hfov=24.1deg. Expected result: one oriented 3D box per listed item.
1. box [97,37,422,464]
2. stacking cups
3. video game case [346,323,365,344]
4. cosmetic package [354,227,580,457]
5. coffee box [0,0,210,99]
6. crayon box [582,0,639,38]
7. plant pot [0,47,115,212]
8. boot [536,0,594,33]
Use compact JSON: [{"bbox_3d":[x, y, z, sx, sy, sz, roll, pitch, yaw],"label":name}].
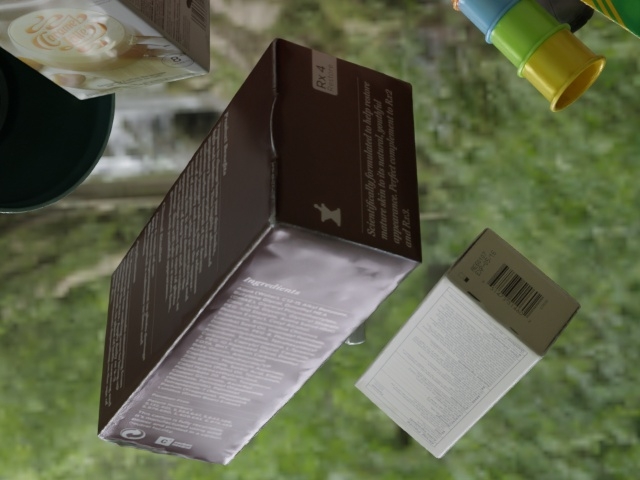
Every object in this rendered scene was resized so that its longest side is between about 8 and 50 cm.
[{"bbox_3d":[-0.063,0.024,1.301,0.143,0.191,0.381,15,142,-20],"label":"box"},{"bbox_3d":[0.224,-0.303,1.922,0.096,0.316,0.096,-38,161,-16],"label":"stacking cups"},{"bbox_3d":[0.000,0.000,1.817,0.026,0.227,0.206,-8,-172,-19],"label":"video game case"},{"bbox_3d":[0.184,0.139,1.937,0.113,0.160,0.309,-45,174,-36],"label":"cosmetic package"},{"bbox_3d":[-0.210,-0.215,1.246,0.141,0.098,0.246,-10,159,23],"label":"coffee box"},{"bbox_3d":[0.387,-0.249,1.325,0.313,0.106,0.363,40,-143,22],"label":"crayon box"},{"bbox_3d":[-0.442,-0.187,1.949,0.293,0.293,0.196,-5,-173,-36],"label":"plant pot"},{"bbox_3d":[0.254,-0.426,2.028,0.118,0.222,0.338,-30,-141,15],"label":"boot"}]
